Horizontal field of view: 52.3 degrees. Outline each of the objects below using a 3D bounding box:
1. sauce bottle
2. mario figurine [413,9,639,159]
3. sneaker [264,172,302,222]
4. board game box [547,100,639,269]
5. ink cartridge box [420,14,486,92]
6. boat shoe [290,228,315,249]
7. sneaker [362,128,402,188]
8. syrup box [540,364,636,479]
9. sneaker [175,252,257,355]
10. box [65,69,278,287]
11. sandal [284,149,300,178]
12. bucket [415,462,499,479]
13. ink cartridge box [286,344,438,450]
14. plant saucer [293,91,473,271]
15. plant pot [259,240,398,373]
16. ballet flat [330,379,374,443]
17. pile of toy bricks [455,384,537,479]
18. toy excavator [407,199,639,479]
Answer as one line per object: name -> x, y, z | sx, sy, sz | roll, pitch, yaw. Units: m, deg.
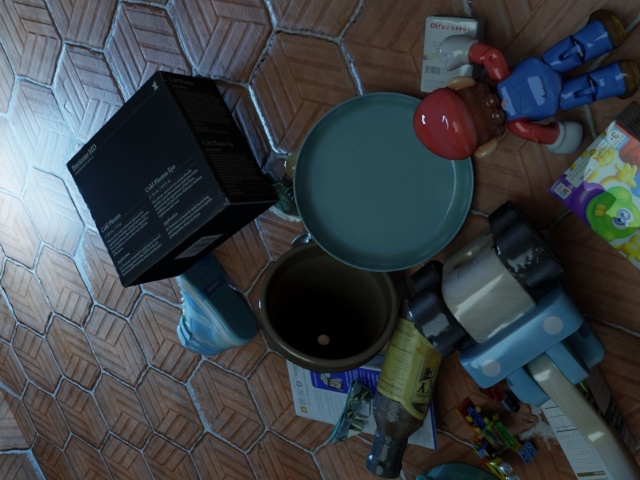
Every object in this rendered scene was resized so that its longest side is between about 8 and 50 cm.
sauce bottle -> 0.164, 0.286, 1.264 | 0.111, 0.111, 0.345 | 18, 97, 28
mario figurine -> 0.296, -0.227, 0.998 | 0.320, 0.170, 0.198 | -19, 62, 17
sneaker -> -0.075, -0.092, 1.373 | 0.166, 0.065, 0.076 | 23, 117, 23
board game box -> 0.494, -0.047, 0.933 | 0.275, 0.144, 0.142 | 44, 129, 12
ink cartridge box -> 0.218, -0.305, 1.072 | 0.088, 0.052, 0.123 | 16, 121, 28
boat shoe -> 0.000, 0.000, 1.359 | 0.178, 0.060, 0.064 | -16, 101, 39
sneaker -> 0.109, -0.133, 1.213 | 0.063, 0.075, 0.170 | 34, 126, 19
syrup box -> 0.457, 0.294, 1.147 | 0.096, 0.093, 0.237 | -26, 94, 39
sneaker -> -0.317, 0.153, 1.612 | 0.208, 0.127, 0.319 | -35, 87, 39
box -> -0.320, -0.124, 1.383 | 0.343, 0.179, 0.313 | -34, 79, 28
sandal -> 0.007, -0.170, 1.265 | 0.240, 0.079, 0.088 | -24, 96, 40
bucket -> 0.284, 0.618, 1.359 | 0.281, 0.183, 0.281 | 14, 117, 30
ink cartridge box -> 0.092, 0.336, 1.444 | 0.370, 0.069, 0.176 | 5, 112, 36
plant saucer -> 0.111, -0.102, 1.168 | 0.317, 0.044, 0.318 | 1, 100, 5
plant pot -> 0.014, 0.162, 1.313 | 0.263, 0.263, 0.229 | 36, 156, 17
ballet flat -> 0.071, 0.382, 1.403 | 0.070, 0.070, 0.188 | 31, 128, 20
pile of toy bricks -> 0.328, 0.365, 1.281 | 0.212, 0.118, 0.105 | 54, 160, -18
toy excavator -> 0.355, 0.197, 0.981 | 0.222, 0.433, 0.445 | -41, 93, 17
